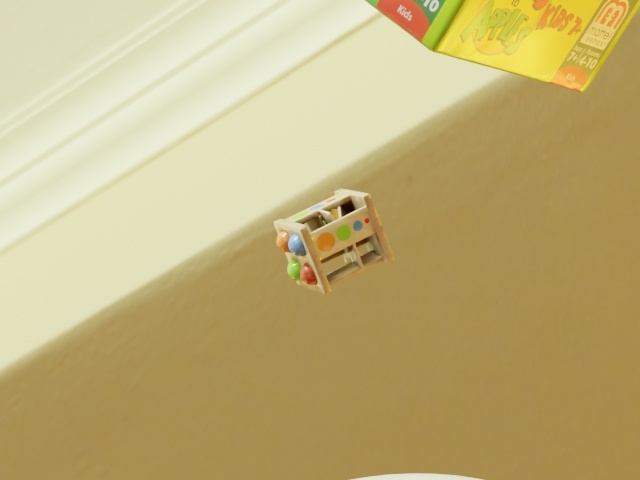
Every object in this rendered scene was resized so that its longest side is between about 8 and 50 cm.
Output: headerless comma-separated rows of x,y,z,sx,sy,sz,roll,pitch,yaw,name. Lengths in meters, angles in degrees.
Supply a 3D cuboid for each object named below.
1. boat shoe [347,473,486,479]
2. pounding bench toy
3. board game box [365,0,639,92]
0.098,0.171,0.602,0.254,0.079,0.095,21,-64,2,boat shoe
0.000,0.000,1.064,0.065,0.083,0.052,-26,-75,-18,pounding bench toy
0.011,-0.118,0.485,0.181,0.092,0.043,42,-68,31,board game box
